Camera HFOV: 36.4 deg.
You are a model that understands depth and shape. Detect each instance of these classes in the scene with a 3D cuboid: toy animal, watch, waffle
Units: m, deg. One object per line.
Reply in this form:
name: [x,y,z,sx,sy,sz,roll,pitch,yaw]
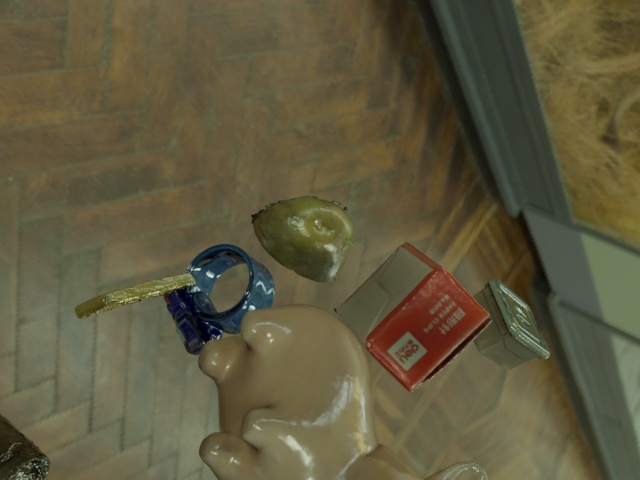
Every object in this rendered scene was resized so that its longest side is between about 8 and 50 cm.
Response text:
toy animal: [-0.003,0.227,0.988,0.269,0.326,0.237,27,135,-32]
watch: [-0.196,0.114,1.944,0.200,0.196,0.171,-37,157,6]
waffle: [-0.262,0.077,1.381,0.152,0.097,0.023,-15,86,-38]

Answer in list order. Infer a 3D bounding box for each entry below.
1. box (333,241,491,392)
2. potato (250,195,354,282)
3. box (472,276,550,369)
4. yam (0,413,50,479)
box: [0.108,0.089,1.164,0.133,0.182,0.099,-44,102,-1]
potato: [0.000,0.000,1.807,0.243,0.098,0.138,20,134,-41]
box: [0.233,0.111,1.239,0.062,0.089,0.122,-32,143,20]
yam: [-0.504,0.270,1.356,0.131,0.279,0.131,-47,157,-28]
